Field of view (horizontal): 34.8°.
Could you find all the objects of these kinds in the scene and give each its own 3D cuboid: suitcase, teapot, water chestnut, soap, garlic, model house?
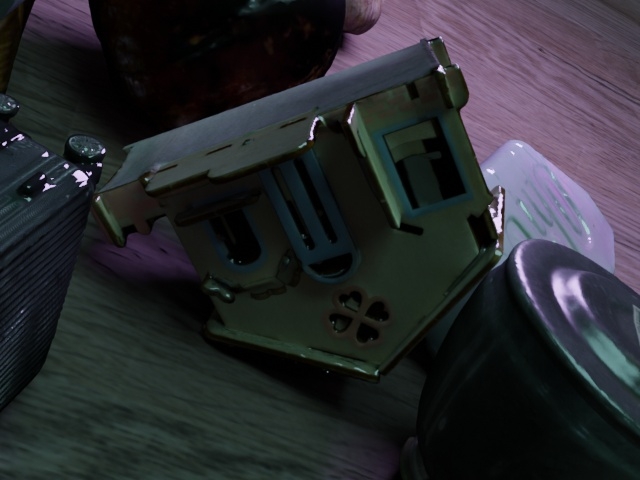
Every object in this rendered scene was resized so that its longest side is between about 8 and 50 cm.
[{"bbox_3d":[-0.255,0.049,0.594,0.128,0.202,0.312,26,32,4],"label":"suitcase"},{"bbox_3d":[0.211,0.183,0.824,0.321,0.239,0.239,44,27,12],"label":"teapot"},{"bbox_3d":[-0.112,-0.236,1.067,0.289,0.244,0.289,21,38,-17],"label":"water chestnut"},{"bbox_3d":[0.206,0.018,1.107,0.208,0.115,0.347,56,32,-1],"label":"soap"},{"bbox_3d":[0.022,-0.348,1.468,0.147,0.102,0.159,3,31,-21],"label":"garlic"},{"bbox_3d":[0.000,0.000,0.863,0.169,0.326,0.244,-77,146,-59],"label":"model house"}]

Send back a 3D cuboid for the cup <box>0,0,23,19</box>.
[{"bbox_3d":[-0.403,-0.240,0.646,0.401,0.392,0.310,45,33,15],"label":"cup"}]

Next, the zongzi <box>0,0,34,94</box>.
[{"bbox_3d":[-0.261,-0.292,0.956,0.403,0.208,0.432,-29,92,-37],"label":"zongzi"}]
